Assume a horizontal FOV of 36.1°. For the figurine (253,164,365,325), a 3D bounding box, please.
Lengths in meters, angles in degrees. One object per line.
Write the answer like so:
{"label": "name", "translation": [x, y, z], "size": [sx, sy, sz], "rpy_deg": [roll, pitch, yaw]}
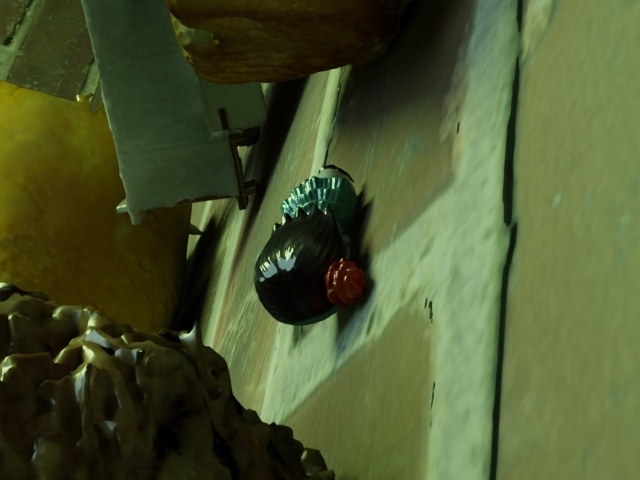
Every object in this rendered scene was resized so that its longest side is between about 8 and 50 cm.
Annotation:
{"label": "figurine", "translation": [0.000, 0.000, 0.513], "size": [0.060, 0.047, 0.106], "rpy_deg": [-16, 34, 21]}

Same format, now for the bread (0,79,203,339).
{"label": "bread", "translation": [-0.269, 0.052, 0.997], "size": [0.250, 0.361, 0.394], "rpy_deg": [-26, 47, 26]}

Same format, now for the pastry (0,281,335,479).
{"label": "pastry", "translation": [-0.083, 0.149, 0.378], "size": [0.275, 0.192, 0.275], "rpy_deg": [173, 90, -76]}

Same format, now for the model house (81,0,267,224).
{"label": "model house", "translation": [-0.127, -0.197, 0.928], "size": [0.244, 0.169, 0.326], "rpy_deg": [-107, 5, -80]}

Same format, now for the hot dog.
{"label": "hot dog", "translation": [-0.019, -0.177, 0.582], "size": [0.256, 0.153, 0.150], "rpy_deg": [162, 98, -86]}
